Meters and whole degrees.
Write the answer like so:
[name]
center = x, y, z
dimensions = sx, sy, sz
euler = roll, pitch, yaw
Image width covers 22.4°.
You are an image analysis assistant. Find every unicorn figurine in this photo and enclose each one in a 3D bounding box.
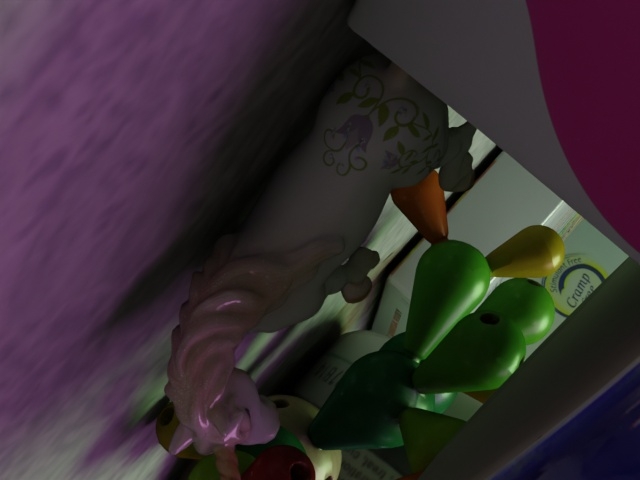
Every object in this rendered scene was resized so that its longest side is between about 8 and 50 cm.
[unicorn figurine]
center = 0.000, 0.000, 0.469
dimensions = 0.161, 0.060, 0.111
euler = -68, 166, 8

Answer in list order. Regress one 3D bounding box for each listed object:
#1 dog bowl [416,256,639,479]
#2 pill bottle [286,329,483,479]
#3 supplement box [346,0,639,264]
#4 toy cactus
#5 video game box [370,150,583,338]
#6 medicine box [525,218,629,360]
[dog bowl]
center = 0.146, 0.032, 0.455
dimensions = 0.265, 0.104, 0.265
euler = -43, 177, -3
[pill bottle]
center = -0.027, 0.236, 0.748
dimensions = 0.361, 0.204, 0.204
euler = -48, 169, -11
[supplement box]
center = 0.124, -0.107, 0.438
dimensions = 0.220, 0.114, 0.111
euler = -40, 167, -39
[toy cactus]
center = 0.001, 0.065, 0.629
dimensions = 0.180, 0.112, 0.219
euler = -34, -175, 41
[video game box]
center = 0.107, -0.010, 0.883
dimensions = 0.205, 0.048, 0.187
euler = -47, 167, -17
[medicine box]
center = 0.117, 0.145, 1.187
dimensions = 0.263, 0.149, 0.289
euler = -46, 170, -21
